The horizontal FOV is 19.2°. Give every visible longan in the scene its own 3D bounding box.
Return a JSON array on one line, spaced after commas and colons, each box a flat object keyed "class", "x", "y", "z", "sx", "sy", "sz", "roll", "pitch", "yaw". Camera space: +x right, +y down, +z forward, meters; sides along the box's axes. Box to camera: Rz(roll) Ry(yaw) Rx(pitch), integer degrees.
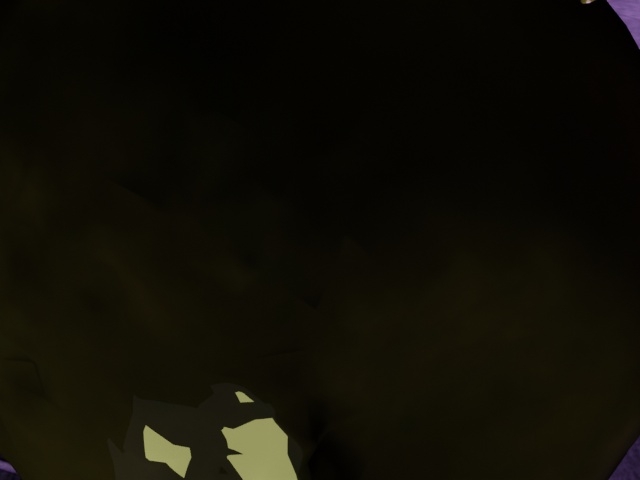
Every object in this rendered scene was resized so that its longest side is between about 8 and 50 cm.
[{"class": "longan", "x": 0.000, "y": 0.009, "z": 1.021, "sx": 0.404, "sy": 0.404, "sz": 0.436, "roll": 12, "pitch": 173, "yaw": 27}]

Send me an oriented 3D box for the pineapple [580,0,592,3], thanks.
[{"class": "pineapple", "x": 0.096, "y": -0.132, "z": 0.648, "sx": 0.137, "sy": 0.069, "sz": 0.116, "roll": 4, "pitch": 166, "yaw": 16}]
